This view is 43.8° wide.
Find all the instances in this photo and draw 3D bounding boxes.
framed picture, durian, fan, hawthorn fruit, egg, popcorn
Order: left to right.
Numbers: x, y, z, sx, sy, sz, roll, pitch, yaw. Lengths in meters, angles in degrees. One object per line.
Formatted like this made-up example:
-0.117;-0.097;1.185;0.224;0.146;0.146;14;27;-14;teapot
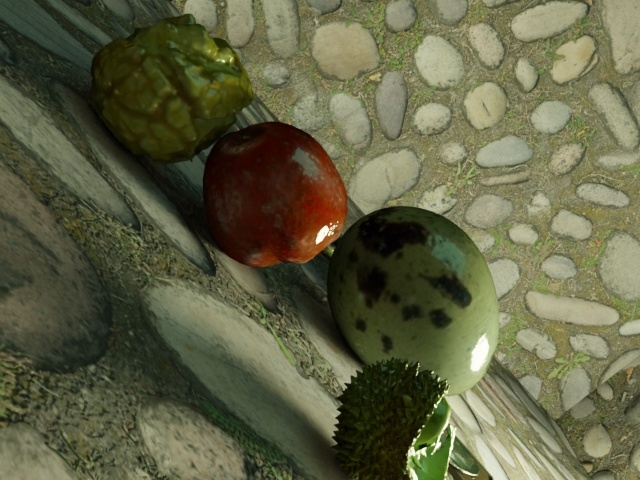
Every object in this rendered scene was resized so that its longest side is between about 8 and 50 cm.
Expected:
-0.265;-0.263;1.399;0.247;0.282;0.282;53;8;-15;popcorn
-0.084;-0.080;1.462;0.284;0.284;0.284;47;10;-11;hawthorn fruit
0.112;0.275;1.169;0.176;0.200;0.237;25;-18;34;durian
0.204;0.131;1.694;0.428;0.345;0.345;53;9;-5;egg
0.231;0.405;1.695;0.294;0.012;0.223;31;15;-47;fan
0.334;0.515;1.768;0.184;0.016;0.250;48;9;-2;framed picture

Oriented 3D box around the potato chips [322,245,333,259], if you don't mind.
0.013;0.031;2.196;0.142;0.026;0.209;49;7;19;potato chips

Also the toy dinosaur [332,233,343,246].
0.000;0.000;2.055;0.331;0.129;0.383;63;25;6;toy dinosaur

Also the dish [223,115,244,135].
-0.295;-0.346;2.115;0.229;0.081;0.229;51;7;-9;dish
